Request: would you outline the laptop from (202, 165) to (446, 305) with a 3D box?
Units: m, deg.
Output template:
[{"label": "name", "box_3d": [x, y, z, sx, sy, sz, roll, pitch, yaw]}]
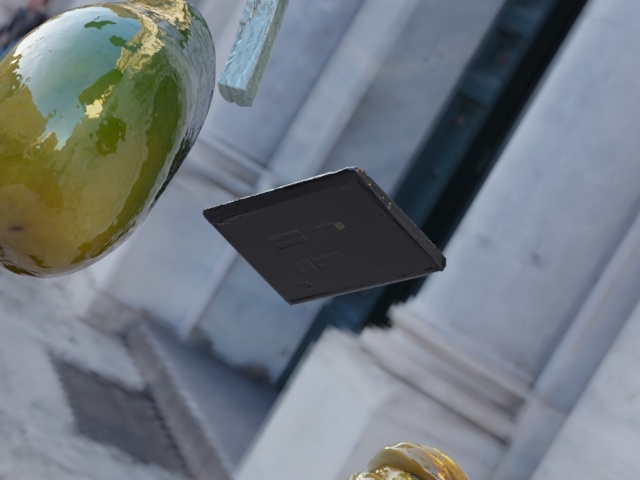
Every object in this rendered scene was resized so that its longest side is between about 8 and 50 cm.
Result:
[{"label": "laptop", "box_3d": [0.000, 0.000, 1.596, 0.197, 0.016, 0.135, -16, -51, 43]}]

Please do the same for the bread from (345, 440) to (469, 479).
[{"label": "bread", "box_3d": [0.053, 0.244, 1.490, 0.119, 0.177, 0.084, 47, -14, -4]}]

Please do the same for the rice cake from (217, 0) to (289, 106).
[{"label": "rice cake", "box_3d": [-0.053, -0.251, 1.869, 0.042, 0.245, 0.045, 8, -21, 18]}]

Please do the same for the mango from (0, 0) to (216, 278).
[{"label": "mango", "box_3d": [-0.130, -0.069, 1.039, 0.114, 0.156, 0.251, 22, 24, 0]}]
